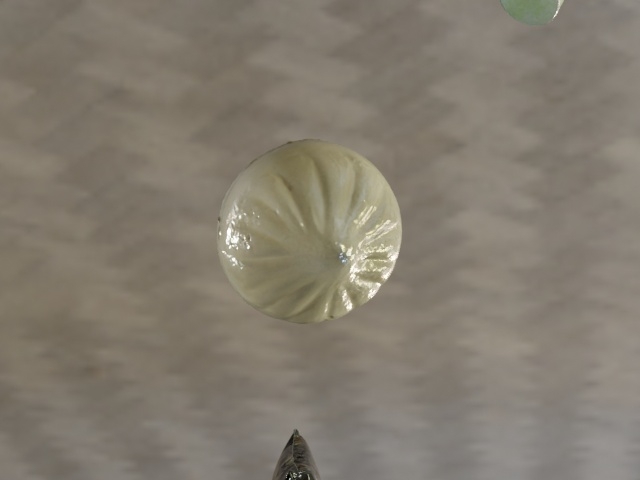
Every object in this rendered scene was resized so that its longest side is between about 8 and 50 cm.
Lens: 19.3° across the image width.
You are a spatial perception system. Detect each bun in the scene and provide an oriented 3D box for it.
[{"bbox_3d":[0.000,0.000,1.347,0.138,0.138,0.094,11,-169,-25],"label":"bun"}]

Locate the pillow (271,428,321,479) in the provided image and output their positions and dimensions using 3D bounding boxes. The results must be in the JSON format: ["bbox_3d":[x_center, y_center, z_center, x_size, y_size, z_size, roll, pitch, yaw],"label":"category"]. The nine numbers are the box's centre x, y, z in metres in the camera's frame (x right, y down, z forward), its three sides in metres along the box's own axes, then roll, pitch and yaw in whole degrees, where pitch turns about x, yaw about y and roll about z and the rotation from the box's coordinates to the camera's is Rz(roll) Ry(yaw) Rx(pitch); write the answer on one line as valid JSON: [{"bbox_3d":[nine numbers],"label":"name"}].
[{"bbox_3d":[-0.024,0.244,1.813,0.048,0.090,0.150,21,-174,-4],"label":"pillow"}]

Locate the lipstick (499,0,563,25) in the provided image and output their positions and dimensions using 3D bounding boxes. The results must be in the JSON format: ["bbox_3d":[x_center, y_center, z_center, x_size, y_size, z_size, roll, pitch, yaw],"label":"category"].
[{"bbox_3d":[0.277,-0.356,2.097,0.076,0.304,0.076,17,137,16],"label":"lipstick"}]
